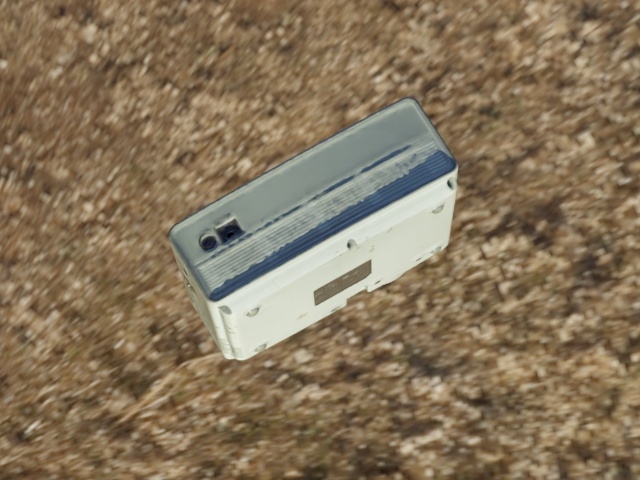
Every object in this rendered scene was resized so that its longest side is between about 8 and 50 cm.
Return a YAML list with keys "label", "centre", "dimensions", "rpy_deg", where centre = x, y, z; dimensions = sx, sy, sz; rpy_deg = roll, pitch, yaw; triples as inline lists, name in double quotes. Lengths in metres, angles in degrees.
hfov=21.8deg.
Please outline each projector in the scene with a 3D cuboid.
- label: "projector"
  centre: [0.000, 0.000, 0.889]
  dimensions: [0.147, 0.115, 0.061]
  rpy_deg: [-29, 74, -8]
